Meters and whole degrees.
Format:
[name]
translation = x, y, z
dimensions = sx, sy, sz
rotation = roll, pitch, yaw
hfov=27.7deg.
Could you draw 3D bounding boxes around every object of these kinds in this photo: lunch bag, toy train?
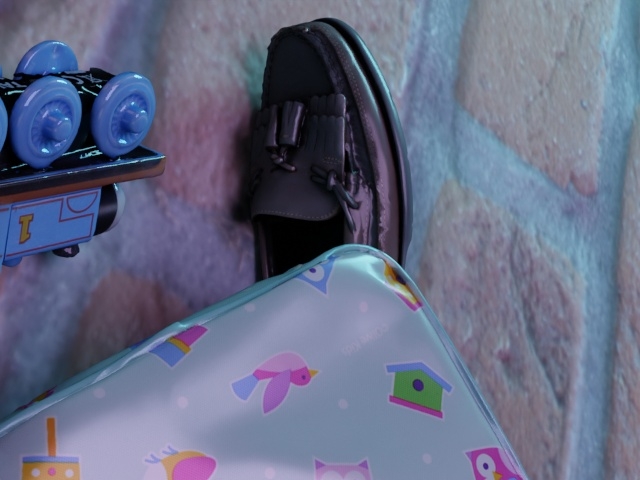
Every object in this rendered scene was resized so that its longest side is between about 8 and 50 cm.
[lunch bag]
translation = -0.034, 0.148, 0.619
dimensions = 0.279, 0.108, 0.224
rotation = -28, 86, -34
[toy train]
translation = -0.150, -0.033, 0.603
dimensions = 0.184, 0.080, 0.105
rotation = -17, 126, -56

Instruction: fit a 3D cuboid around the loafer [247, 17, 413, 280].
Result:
[loafer]
translation = 0.000, 0.000, 0.764
dimensions = 0.084, 0.096, 0.267
rotation = -8, 89, -42
